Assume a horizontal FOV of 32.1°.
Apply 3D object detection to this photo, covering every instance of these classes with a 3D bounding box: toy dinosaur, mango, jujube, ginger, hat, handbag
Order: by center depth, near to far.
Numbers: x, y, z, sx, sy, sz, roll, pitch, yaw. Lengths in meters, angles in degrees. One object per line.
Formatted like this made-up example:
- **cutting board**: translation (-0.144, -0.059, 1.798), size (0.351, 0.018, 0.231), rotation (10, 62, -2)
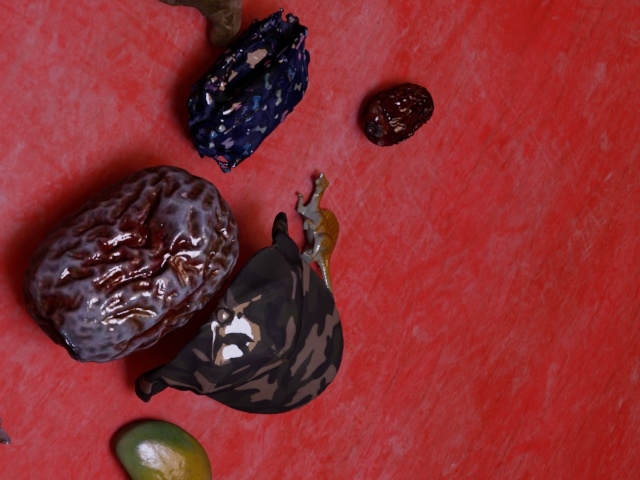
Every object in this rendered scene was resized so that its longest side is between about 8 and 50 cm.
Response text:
- **ginger**: translation (-0.205, -0.397, 1.582), size (0.333, 0.166, 0.080), rotation (33, 40, -37)
- **jujube**: translation (-0.269, 0.037, 1.586), size (0.317, 0.226, 0.226), rotation (-43, 127, -29)
- **handbag**: translation (-0.109, -0.234, 1.710), size (0.260, 0.113, 0.162), rotation (-49, 163, -22)
- **hat**: translation (-0.074, 0.173, 1.773), size (0.382, 0.257, 0.366), rotation (38, 90, -31)
- **mango**: translation (-0.252, 0.361, 1.787), size (0.195, 0.092, 0.130), rotation (39, 77, -32)
- **toy dinosaur**: translation (-0.001, -0.001, 1.945), size (0.142, 0.057, 0.212), rotation (-60, 145, -32)
- **jujube**: translation (0.140, -0.231, 1.972), size (0.166, 0.104, 0.104), rotation (-42, 127, -42)

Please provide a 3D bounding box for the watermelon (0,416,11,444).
- **watermelon**: translation (-0.476, 0.245, 1.525), size (0.098, 0.158, 0.121), rotation (21, 60, -43)
